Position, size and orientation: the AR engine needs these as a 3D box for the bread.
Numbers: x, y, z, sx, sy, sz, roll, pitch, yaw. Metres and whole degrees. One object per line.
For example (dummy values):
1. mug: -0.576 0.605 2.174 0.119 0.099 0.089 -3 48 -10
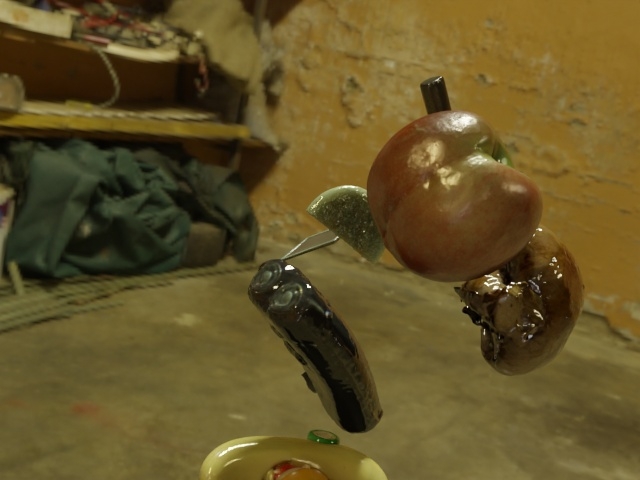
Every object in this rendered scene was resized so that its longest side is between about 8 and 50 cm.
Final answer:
1. bread: 0.075 -0.045 1.790 0.193 0.112 0.036 39 -2 -25

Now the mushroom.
1. mushroom: 0.353 0.105 1.566 0.195 0.263 0.283 23 24 23

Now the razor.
1. razor: 0.000 0.180 1.525 0.107 0.327 0.189 -36 37 -10

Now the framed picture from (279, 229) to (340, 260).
1. framed picture: 0.000 0.000 2.186 0.183 0.011 0.142 -20 12 38

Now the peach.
1. peach: 0.192 -0.058 1.336 0.252 0.252 0.252 12 11 -2

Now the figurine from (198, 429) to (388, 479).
1. figurine: -0.039 0.403 1.474 0.324 0.124 0.222 10 9 -23

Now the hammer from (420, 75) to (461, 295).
1. hammer: 0.257 -0.090 1.672 0.044 0.440 0.168 -4 24 32
